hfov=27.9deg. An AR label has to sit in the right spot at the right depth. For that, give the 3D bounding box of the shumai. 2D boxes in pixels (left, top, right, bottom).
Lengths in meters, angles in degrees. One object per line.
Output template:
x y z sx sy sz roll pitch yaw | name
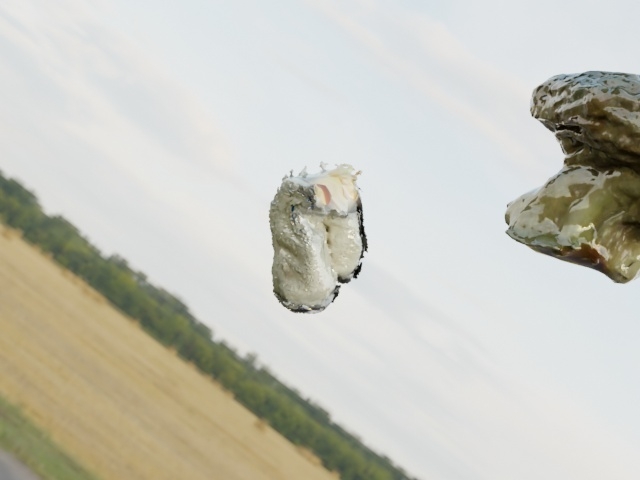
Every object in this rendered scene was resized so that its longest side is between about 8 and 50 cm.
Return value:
0.225 -0.045 0.925 0.161 0.153 0.209 17 2 -37 | shumai

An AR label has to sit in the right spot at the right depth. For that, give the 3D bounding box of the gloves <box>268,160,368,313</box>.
-0.003 -0.001 1.327 0.114 0.153 0.070 -17 24 -42 | gloves
